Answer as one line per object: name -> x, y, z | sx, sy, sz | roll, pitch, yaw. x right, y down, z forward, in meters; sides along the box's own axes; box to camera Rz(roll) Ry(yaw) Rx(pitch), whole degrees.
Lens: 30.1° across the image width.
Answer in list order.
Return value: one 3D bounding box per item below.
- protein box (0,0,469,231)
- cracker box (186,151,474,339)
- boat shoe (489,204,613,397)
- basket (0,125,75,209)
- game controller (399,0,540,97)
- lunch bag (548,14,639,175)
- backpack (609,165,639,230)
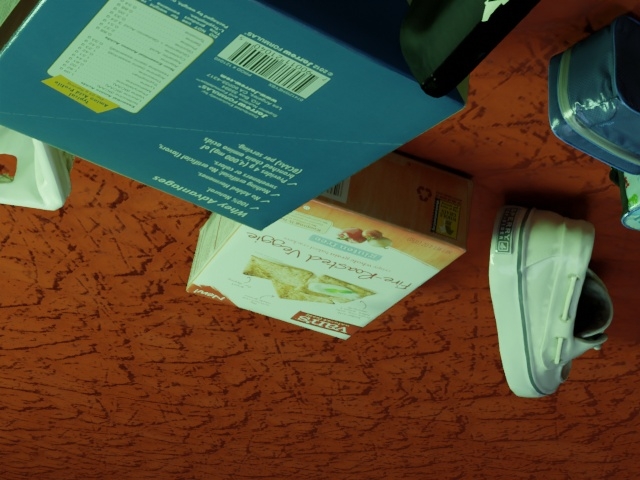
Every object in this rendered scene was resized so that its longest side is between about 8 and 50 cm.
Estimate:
protein box -> -0.054, -0.126, 0.639 | 0.200, 0.136, 0.201 | 23, 151, -26
cracker box -> 0.000, 0.000, 0.960 | 0.156, 0.067, 0.232 | 18, 154, -15
boat shoe -> 0.200, 0.058, 0.991 | 0.088, 0.096, 0.267 | 5, 146, 19
basket -> -0.220, -0.106, 0.775 | 0.113, 0.103, 0.167 | 9, 154, 2
game controller -> 0.129, -0.173, 0.451 | 0.067, 0.166, 0.319 | 28, 152, -8
lunch bag -> 0.187, -0.084, 0.723 | 0.098, 0.067, 0.065 | 23, 152, -29
backpack -> 0.265, -0.034, 0.776 | 0.105, 0.084, 0.114 | 13, 150, -38
